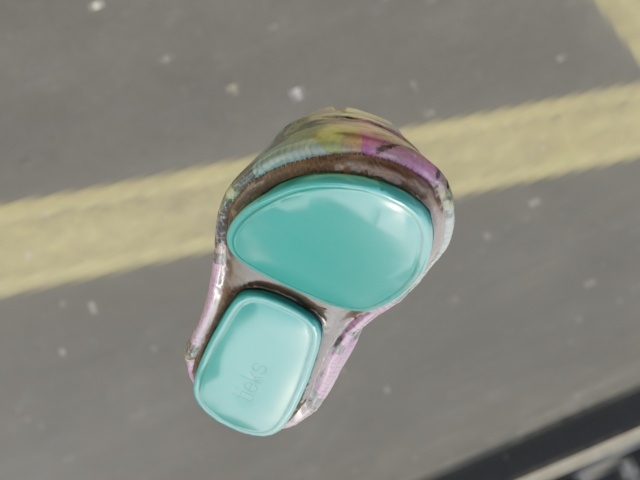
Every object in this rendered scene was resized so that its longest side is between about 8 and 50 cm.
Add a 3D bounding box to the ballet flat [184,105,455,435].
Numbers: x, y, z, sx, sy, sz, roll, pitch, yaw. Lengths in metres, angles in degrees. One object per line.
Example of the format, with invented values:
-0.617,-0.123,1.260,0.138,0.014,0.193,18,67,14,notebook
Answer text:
0.000,0.000,0.682,0.077,0.079,0.221,25,149,-1,ballet flat
